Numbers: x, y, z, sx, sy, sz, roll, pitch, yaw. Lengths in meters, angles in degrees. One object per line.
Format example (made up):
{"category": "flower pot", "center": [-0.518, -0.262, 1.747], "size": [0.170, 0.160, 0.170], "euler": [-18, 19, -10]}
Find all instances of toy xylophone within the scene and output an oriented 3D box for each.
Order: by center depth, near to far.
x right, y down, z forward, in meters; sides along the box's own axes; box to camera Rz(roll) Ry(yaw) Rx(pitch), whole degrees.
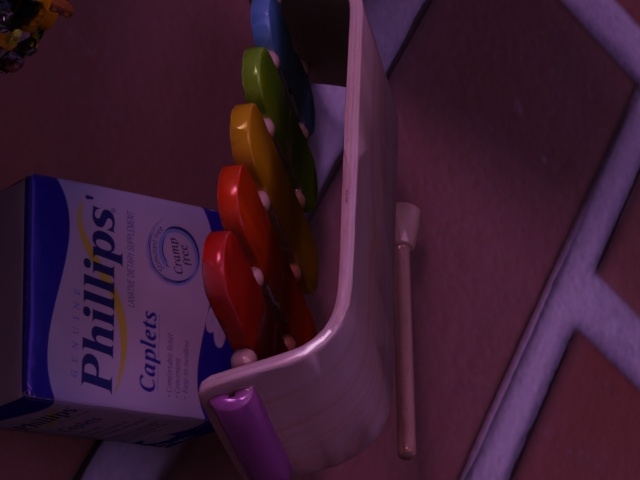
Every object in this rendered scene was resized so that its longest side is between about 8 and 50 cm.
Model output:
{"category": "toy xylophone", "center": [0.000, 0.000, 1.125], "size": [0.236, 0.081, 0.322], "euler": [72, 18, -46]}

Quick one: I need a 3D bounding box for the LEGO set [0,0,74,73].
{"category": "LEGO set", "center": [-0.282, -0.094, 0.869], "size": [0.331, 0.255, 0.192], "euler": [25, 62, -28]}

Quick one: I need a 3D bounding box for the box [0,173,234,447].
{"category": "box", "center": [-0.121, 0.042, 1.070], "size": [0.137, 0.072, 0.126], "euler": [11, 70, -36]}
